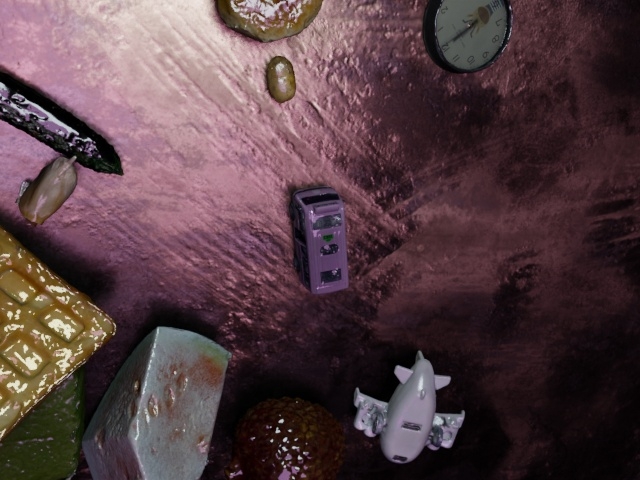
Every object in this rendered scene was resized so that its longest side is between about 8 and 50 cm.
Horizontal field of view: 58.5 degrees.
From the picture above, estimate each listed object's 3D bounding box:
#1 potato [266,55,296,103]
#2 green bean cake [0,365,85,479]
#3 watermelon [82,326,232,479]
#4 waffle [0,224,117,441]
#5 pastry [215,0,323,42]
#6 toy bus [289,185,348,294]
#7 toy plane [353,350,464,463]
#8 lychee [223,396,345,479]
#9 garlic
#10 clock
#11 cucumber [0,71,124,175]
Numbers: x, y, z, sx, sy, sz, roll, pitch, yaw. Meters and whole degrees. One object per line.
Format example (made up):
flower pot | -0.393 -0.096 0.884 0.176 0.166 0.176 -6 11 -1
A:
potato | -0.070 -0.290 1.029 0.051 0.040 0.083 -7 109 -7
green bean cake | -0.551 0.298 1.007 0.250 0.156 0.246 0 107 -19
watermelon | -0.300 0.365 1.063 0.228 0.258 0.387 22 104 -22
waffle | -0.538 0.167 0.871 0.304 0.077 0.348 43 58 -5
pastry | -0.090 -0.429 0.943 0.182 0.093 0.192 -16 109 -12
toy bus | 0.000 0.000 1.118 0.096 0.108 0.198 -10 112 -16
toy plane | 0.206 0.395 1.324 0.267 0.122 0.266 0 105 0
lychee | -0.070 0.441 1.189 0.271 0.236 0.235 -12 114 -37
garlic | -0.442 -0.086 0.951 0.152 0.084 0.066 -51 138 5
clock | 0.289 -0.417 1.107 0.185 0.040 0.184 -6 110 -17
cucumber | -0.447 -0.194 0.920 0.300 0.072 0.072 31 97 -27
